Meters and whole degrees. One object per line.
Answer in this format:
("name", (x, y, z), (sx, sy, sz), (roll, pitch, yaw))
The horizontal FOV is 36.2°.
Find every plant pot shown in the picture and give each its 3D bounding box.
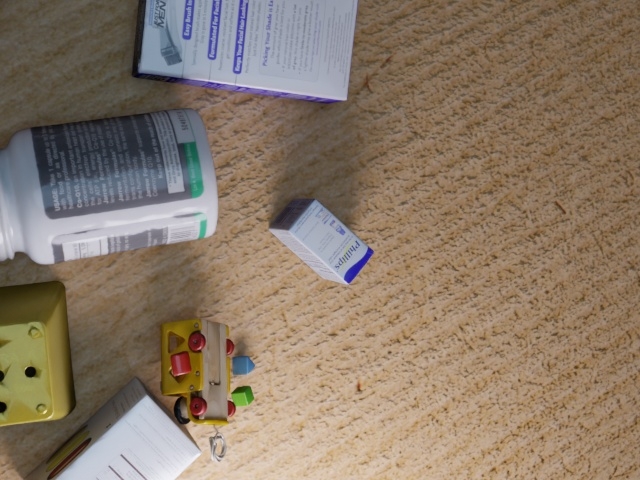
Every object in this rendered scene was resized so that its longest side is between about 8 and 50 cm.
("plant pot", (-0.475, 0.184, 1.448), (0.212, 0.187, 0.212), (-5, 96, -16))

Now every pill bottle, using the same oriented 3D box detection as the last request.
("pill bottle", (-0.347, -0.077, 1.460), (0.361, 0.204, 0.204), (-9, 96, -16))

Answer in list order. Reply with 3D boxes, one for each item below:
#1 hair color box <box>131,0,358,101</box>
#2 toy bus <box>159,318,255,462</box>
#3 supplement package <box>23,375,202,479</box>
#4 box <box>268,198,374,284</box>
("hair color box", (-0.120, -0.332, 1.562), (0.339, 0.110, 0.185), (6, 93, -18))
("toy bus", (-0.202, 0.221, 1.551), (0.104, 0.202, 0.191), (-9, 119, 25))
("supplement package", (-0.327, 0.354, 1.527), (0.244, 0.139, 0.134), (-43, 105, -10))
("box", (0.000, 0.000, 1.608), (0.137, 0.126, 0.072), (42, 80, -15))
